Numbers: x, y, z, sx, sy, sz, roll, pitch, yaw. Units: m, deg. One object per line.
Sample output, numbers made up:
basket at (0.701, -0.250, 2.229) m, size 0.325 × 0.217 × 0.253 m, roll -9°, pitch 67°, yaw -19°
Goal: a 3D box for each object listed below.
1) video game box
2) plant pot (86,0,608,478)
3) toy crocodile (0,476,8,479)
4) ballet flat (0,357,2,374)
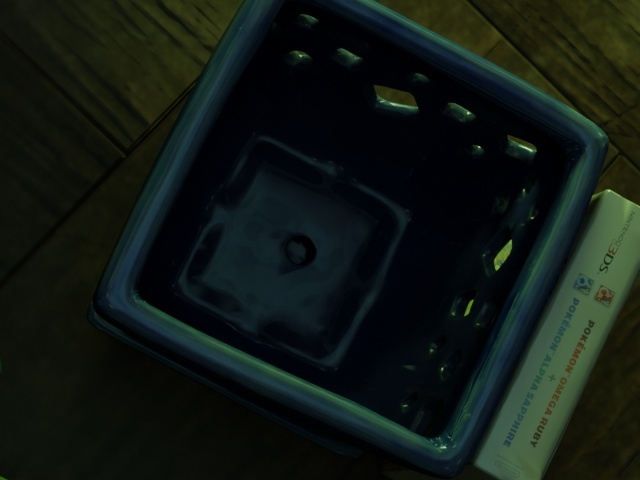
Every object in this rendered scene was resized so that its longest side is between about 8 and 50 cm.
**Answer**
video game box at (0.121, 0.071, 1.121) m, size 0.048 × 0.205 × 0.187 m, roll 32°, pitch 75°, yaw -7°
plant pot at (0.000, 0.000, 1.094) m, size 0.236 × 0.212 × 0.236 m, roll 28°, pitch 76°, yaw -10°
toy crocodile at (-0.267, 0.170, 1.066) m, size 0.341 × 0.105 × 0.115 m, roll 27°, pitch 75°, yaw -5°
ballet flat at (-0.324, -0.092, 1.031) m, size 0.182 × 0.164 × 0.482 m, roll -20°, pitch 70°, yaw 7°
